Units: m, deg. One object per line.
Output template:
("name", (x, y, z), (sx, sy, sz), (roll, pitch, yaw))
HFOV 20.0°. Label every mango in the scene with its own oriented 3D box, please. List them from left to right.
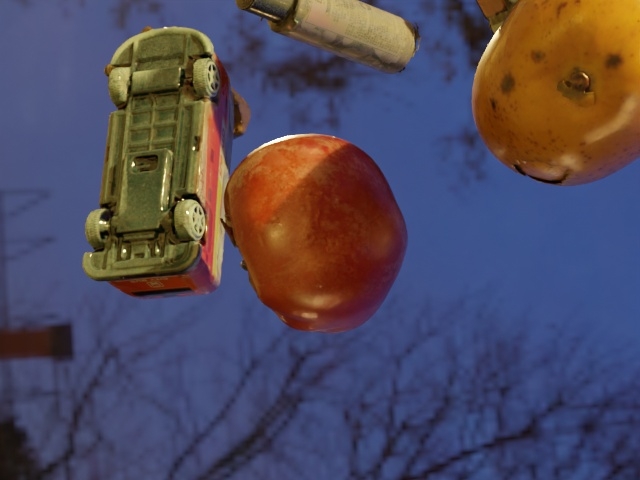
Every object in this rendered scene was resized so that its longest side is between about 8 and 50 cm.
("mango", (0.205, -0.136, 1.460), (0.191, 0.160, 0.290), (-61, -172, -5))

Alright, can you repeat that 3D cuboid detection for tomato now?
("tomato", (0.000, 0.000, 1.586), (0.187, 0.151, 0.187), (159, -90, -83))

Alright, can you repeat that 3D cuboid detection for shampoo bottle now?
("shampoo bottle", (0.005, -0.243, 2.000), (0.072, 0.214, 0.072), (-27, -125, 47))

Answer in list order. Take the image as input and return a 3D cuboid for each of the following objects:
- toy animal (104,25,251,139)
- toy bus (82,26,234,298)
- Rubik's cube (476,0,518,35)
("toy animal", (-0.165, -0.169, 2.001), (0.214, 0.186, 0.093), (35, -89, 20))
("toy bus", (-0.148, -0.072, 1.781), (0.120, 0.121, 0.265), (48, 41, -58))
("Rubik's cube", (0.288, -0.300, 2.065), (0.180, 0.183, 0.167), (60, -16, -5))
